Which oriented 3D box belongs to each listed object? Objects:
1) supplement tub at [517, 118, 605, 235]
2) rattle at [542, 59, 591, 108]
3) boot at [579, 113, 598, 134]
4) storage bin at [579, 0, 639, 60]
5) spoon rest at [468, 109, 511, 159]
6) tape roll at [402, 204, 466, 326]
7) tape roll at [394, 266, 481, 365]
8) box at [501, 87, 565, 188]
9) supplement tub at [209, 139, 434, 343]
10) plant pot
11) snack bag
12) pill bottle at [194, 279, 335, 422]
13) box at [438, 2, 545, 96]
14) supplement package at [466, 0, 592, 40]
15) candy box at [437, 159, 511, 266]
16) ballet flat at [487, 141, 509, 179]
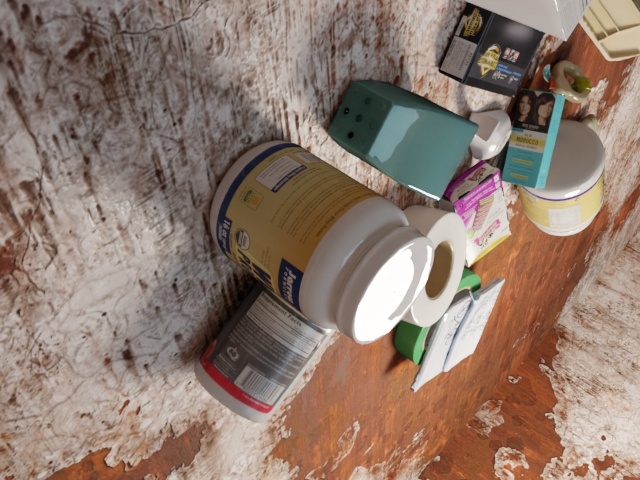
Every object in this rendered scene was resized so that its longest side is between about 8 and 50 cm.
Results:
[{"bbox_3d":[0.690,-0.169,2.080,0.241,0.241,0.331,-52,151,-6],"label":"supplement tub"},{"bbox_3d":[0.615,-0.403,1.925,0.200,0.143,0.130,-22,98,-37],"label":"rattle"},{"bbox_3d":[0.810,-0.287,2.304,0.165,0.077,0.213,-35,142,-35],"label":"boot"},{"bbox_3d":[0.640,-0.565,1.530,0.260,0.123,0.262,39,63,-30],"label":"storage bin"},{"bbox_3d":[0.402,-0.265,1.746,0.137,0.084,0.276,-59,164,10],"label":"spoon rest"},{"bbox_3d":[0.245,0.059,1.732,0.286,0.100,0.286,-27,125,-48],"label":"tape roll"},{"bbox_3d":[0.349,0.219,2.141,0.321,0.077,0.321,-37,146,-30],"label":"tape roll"},{"bbox_3d":[0.547,-0.262,1.861,0.060,0.101,0.244,-8,112,-51],"label":"box"},{"bbox_3d":[0.000,0.000,1.162,0.228,0.316,0.228,-36,145,-30],"label":"supplement tub"},{"bbox_3d":[0.139,-0.196,1.332,0.234,0.166,0.165,10,112,-51],"label":"plant pot"},{"bbox_3d":[0.420,0.284,2.198,0.343,0.037,0.323,-20,136,-46],"label":"snack bag"},{"bbox_3d":[-0.077,0.164,1.349,0.318,0.176,0.176,-53,151,1],"label":"pill bottle"},{"bbox_3d":[0.395,-0.462,1.525,0.296,0.073,0.293,-5,124,-55],"label":"box"},{"bbox_3d":[0.320,-0.481,1.197,0.145,0.262,0.204,-56,151,2],"label":"supplement package"},{"bbox_3d":[0.396,-0.066,1.852,0.159,0.071,0.233,-36,134,-13],"label":"candy box"},{"bbox_3d":[0.442,-0.152,1.933,0.084,0.058,0.249,12,105,-41],"label":"ballet flat"}]
